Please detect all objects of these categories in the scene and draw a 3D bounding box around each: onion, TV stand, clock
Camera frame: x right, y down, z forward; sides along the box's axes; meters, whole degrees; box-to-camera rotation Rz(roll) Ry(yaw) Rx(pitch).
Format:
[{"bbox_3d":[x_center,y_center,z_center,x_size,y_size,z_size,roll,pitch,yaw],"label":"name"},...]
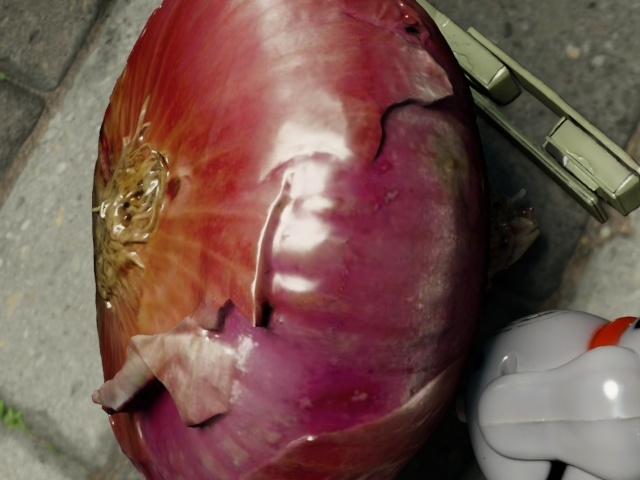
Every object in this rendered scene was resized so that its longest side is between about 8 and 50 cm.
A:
[{"bbox_3d":[0.000,0.000,0.642,0.347,0.285,0.348,-177,90,-67],"label":"onion"},{"bbox_3d":[0.124,-0.102,0.725,0.042,0.036,0.249,-46,57,7],"label":"TV stand"},{"bbox_3d":[0.185,0.093,0.554,0.254,0.189,0.189,-17,63,35],"label":"clock"}]
